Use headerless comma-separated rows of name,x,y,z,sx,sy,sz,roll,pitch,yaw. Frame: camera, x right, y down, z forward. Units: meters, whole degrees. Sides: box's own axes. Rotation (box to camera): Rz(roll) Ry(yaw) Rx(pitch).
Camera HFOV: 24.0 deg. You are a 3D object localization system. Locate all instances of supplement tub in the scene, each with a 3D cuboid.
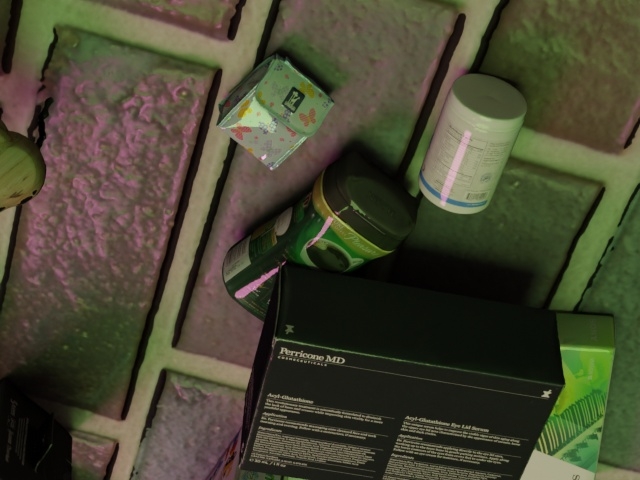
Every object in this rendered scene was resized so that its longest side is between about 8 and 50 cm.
supplement tub,0.131,-0.083,1.310,0.071,0.071,0.107,15,128,-4

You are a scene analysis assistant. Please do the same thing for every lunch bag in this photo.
lunch bag,-0.040,-0.115,1.320,0.071,0.053,0.083,39,114,-23

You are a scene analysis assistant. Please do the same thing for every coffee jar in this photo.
coffee jar,0.000,0.000,1.388,0.096,0.079,0.184,37,125,-22

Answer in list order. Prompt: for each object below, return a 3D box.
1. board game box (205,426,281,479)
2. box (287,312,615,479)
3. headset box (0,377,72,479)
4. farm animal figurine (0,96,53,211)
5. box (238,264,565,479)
board game box,-0.130,0.352,1.614,0.053,0.193,0.305,25,128,-11
box,0.124,0.167,1.519,0.322,0.058,0.232,2,129,4
headset box,-0.371,0.289,1.533,0.293,0.218,0.110,-41,110,8
farm animal figurine,-0.399,0.025,1.317,0.330,0.327,0.172,-19,113,42
box,0.070,0.138,1.389,0.261,0.103,0.184,10,134,-7
